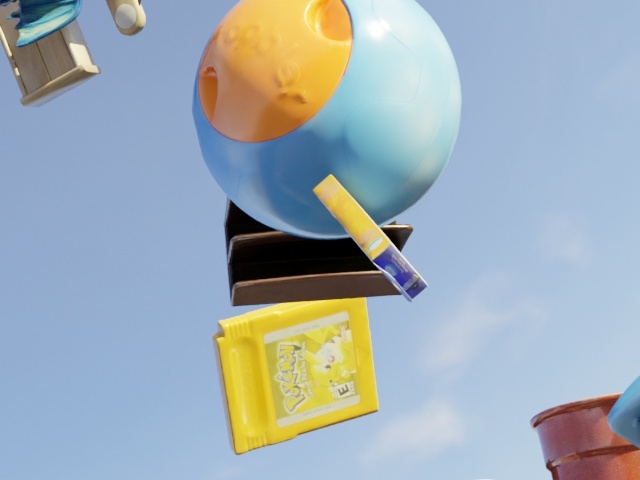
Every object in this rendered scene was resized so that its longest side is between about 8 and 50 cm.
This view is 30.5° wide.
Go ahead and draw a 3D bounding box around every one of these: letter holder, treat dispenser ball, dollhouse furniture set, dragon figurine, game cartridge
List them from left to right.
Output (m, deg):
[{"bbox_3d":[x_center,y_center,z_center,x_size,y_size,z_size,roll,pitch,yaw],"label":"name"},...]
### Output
[{"bbox_3d":[-0.432,-0.283,1.487,0.303,0.174,0.355,-25,-5,21],"label":"dollhouse furniture set"},{"bbox_3d":[-0.286,-0.249,1.151,0.289,0.085,0.144,-34,-53,2],"label":"dragon figurine"},{"bbox_3d":[-0.047,0.261,2.373,0.323,0.052,0.285,-15,-70,-21],"label":"game cartridge"},{"bbox_3d":[0.000,0.000,1.925,0.302,0.152,0.214,-4,-18,-8],"label":"letter holder"},{"bbox_3d":[0.007,-0.144,1.259,0.288,0.288,0.288,-33,-27,-19],"label":"treat dispenser ball"}]

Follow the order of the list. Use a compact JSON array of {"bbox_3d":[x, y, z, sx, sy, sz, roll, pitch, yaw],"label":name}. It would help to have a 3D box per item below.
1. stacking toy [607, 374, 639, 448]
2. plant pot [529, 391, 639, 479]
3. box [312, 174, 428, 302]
[{"bbox_3d":[0.432,0.247,1.148,0.165,0.302,0.175,29,-64,-30],"label":"stacking toy"},{"bbox_3d":[0.430,0.357,1.552,0.272,0.265,0.272,-4,-21,-1],"label":"plant pot"},{"bbox_3d":[0.050,0.001,1.105,0.028,0.136,0.081,-43,-44,1],"label":"box"}]
